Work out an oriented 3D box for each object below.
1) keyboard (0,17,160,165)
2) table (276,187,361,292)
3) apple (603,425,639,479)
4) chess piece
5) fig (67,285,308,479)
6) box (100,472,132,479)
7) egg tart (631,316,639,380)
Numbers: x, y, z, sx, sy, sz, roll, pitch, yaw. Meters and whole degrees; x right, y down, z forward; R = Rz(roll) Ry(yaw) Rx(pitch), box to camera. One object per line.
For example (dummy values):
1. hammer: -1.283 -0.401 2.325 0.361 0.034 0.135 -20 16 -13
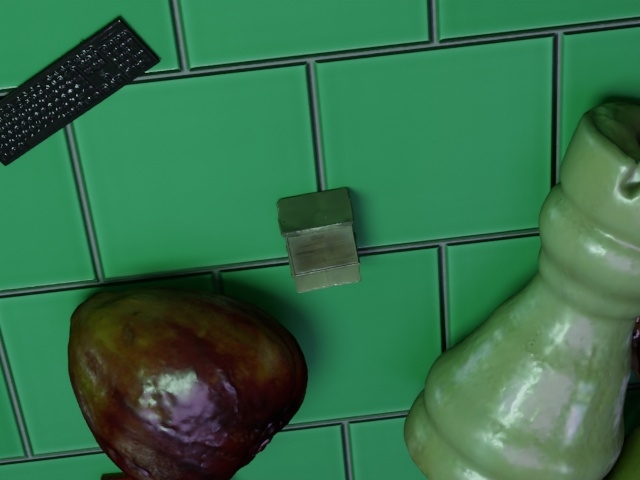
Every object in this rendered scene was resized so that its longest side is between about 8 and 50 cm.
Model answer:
1. keyboard: -0.258 -0.145 1.563 0.202 0.011 0.067 -32 125 17
2. table: 0.000 0.000 1.669 0.079 0.062 0.083 -10 127 1
3. apple: 0.434 0.352 1.919 0.360 0.320 0.312 35 84 -34
4. chess piece: 0.270 0.078 1.672 0.234 0.234 0.442 13 122 -16
5. fig: -0.146 0.155 1.685 0.263 0.224 0.224 17 123 -21
6. box: -0.182 0.385 1.937 0.153 0.074 0.240 -7 128 -6
7. egg tart: 0.492 0.103 1.772 0.295 0.116 0.295 -4 129 -5
